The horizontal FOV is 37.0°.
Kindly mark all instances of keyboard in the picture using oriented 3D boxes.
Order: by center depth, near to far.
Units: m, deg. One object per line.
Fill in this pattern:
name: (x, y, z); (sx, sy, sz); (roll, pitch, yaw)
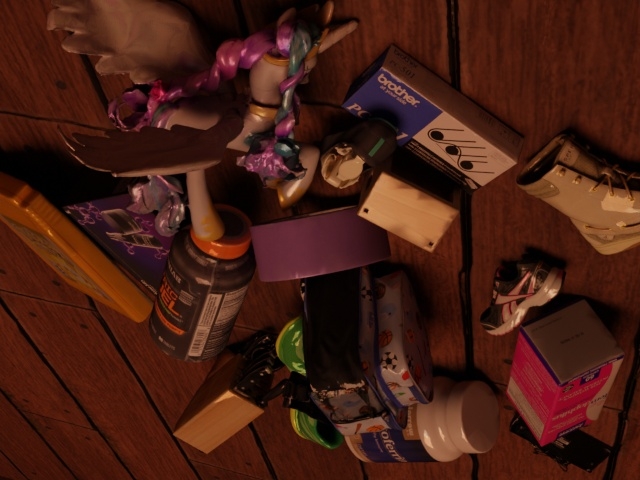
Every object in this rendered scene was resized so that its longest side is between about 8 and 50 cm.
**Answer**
keyboard: (0.434, 0.363, 1.765); (0.192, 0.038, 0.100); (29, 124, -9)

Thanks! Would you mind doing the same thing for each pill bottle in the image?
pill bottle: (-0.172, 0.060, 1.433); (0.130, 0.130, 0.246); (23, 130, -1)
pill bottle: (0.182, 0.324, 1.735); (0.264, 0.153, 0.153); (-13, 133, 41)

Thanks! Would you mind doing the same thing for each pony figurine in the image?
pony figurine: (-0.147, -0.151, 1.183); (0.350, 0.303, 0.363); (-6, 147, -16)

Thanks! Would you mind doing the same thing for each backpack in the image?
backpack: (0.070, 0.179, 1.522); (0.213, 0.277, 0.263); (-2, 145, 12)

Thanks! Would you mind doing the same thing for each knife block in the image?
knife block: (-0.159, 0.302, 1.836); (0.088, 0.276, 0.242); (34, 175, -17)

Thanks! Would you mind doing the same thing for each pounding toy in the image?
pounding toy: (0.120, -0.052, 1.259); (0.130, 0.141, 0.100); (27, 119, -7)

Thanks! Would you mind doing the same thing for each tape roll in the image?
tape roll: (0.000, 0.000, 1.337); (0.189, 0.189, 0.080); (-8, 95, 39)

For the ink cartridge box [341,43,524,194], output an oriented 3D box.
ink cartridge box: (0.138, -0.145, 1.178); (0.207, 0.046, 0.097); (33, 145, -15)

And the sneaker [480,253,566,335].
sneaker: (0.281, 0.070, 1.402); (0.077, 0.072, 0.178); (37, 138, -2)

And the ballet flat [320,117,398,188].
ballet flat: (0.034, -0.105, 1.222); (0.074, 0.074, 0.203); (31, 166, -13)

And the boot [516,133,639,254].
boot: (0.352, -0.070, 1.134); (0.165, 0.077, 0.213); (35, 148, -15)

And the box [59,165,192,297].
box: (-0.261, -0.017, 1.556); (0.184, 0.103, 0.261); (-5, 138, 40)

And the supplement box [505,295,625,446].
supplement box: (0.365, 0.203, 1.452); (0.111, 0.114, 0.220); (-23, 147, -11)

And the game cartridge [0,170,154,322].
game cartridge: (-0.463, -0.001, 1.654); (0.285, 0.053, 0.324); (19, 156, 47)

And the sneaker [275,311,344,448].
sneaker: (0.001, 0.248, 1.708); (0.123, 0.109, 0.296); (28, 138, 44)
